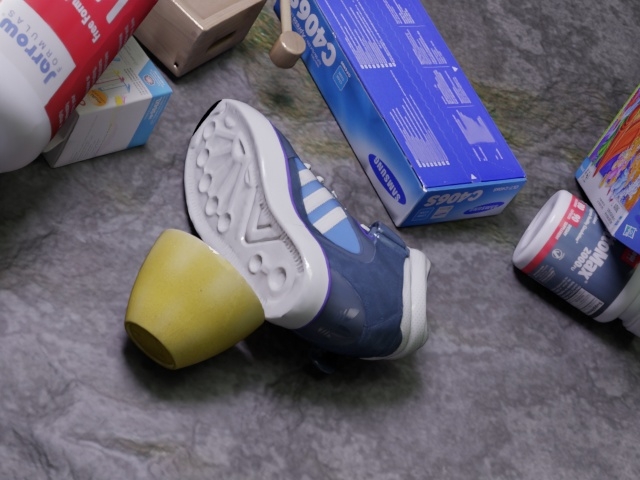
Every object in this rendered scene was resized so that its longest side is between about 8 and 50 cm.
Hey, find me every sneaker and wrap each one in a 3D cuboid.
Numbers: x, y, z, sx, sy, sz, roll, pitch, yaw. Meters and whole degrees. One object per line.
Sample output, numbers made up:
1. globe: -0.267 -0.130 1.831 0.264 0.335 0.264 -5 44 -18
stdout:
1. sneaker: 0.000 0.000 1.808 0.236 0.130 0.323 21 30 -41

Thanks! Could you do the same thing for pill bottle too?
1. pill bottle: -0.308 -0.216 1.609 0.229 0.229 0.407 34 66 -2
2. pill bottle: 0.326 0.032 1.974 0.180 0.108 0.108 33 43 -3

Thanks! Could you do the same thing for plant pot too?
1. plant pot: -0.135 0.069 1.649 0.134 0.134 0.095 40 66 4

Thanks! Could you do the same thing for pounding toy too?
1. pounding toy: -0.113 -0.258 1.956 0.206 0.094 0.181 45 44 9

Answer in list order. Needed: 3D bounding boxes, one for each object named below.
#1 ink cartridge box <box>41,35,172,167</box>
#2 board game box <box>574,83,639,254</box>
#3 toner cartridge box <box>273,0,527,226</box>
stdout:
1. ink cartridge box: -0.248 -0.147 1.778 0.143 0.090 0.092 -20 65 -42
2. board game box: 0.412 -0.116 1.959 0.078 0.233 0.347 33 11 -6
3. toner cartridge box: 0.092 -0.180 2.034 0.165 0.075 0.348 -8 58 -36
